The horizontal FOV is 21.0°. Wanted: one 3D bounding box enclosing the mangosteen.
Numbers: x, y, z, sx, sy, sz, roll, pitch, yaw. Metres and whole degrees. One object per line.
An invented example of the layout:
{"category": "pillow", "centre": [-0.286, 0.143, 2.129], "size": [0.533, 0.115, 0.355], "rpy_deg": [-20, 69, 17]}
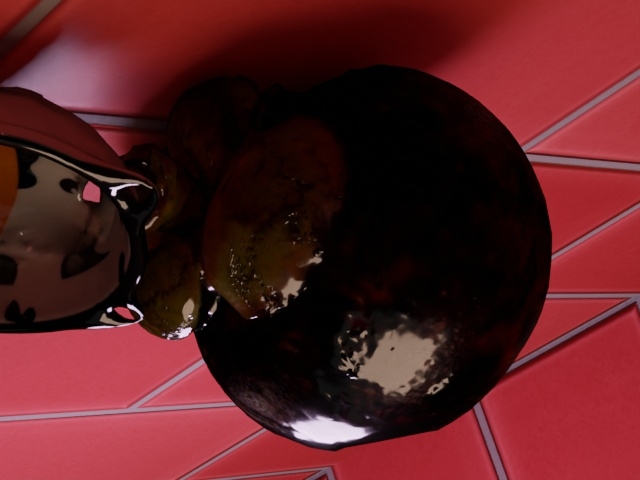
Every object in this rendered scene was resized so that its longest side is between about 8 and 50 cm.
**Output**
{"category": "mangosteen", "centre": [0.007, 0.019, 1.654], "size": [0.421, 0.381, 0.381], "rpy_deg": [-3, 159, -5]}

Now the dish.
{"category": "dish", "centre": [-0.276, -0.043, 1.495], "size": [0.303, 0.120, 0.303], "rpy_deg": [2, 141, 2]}
